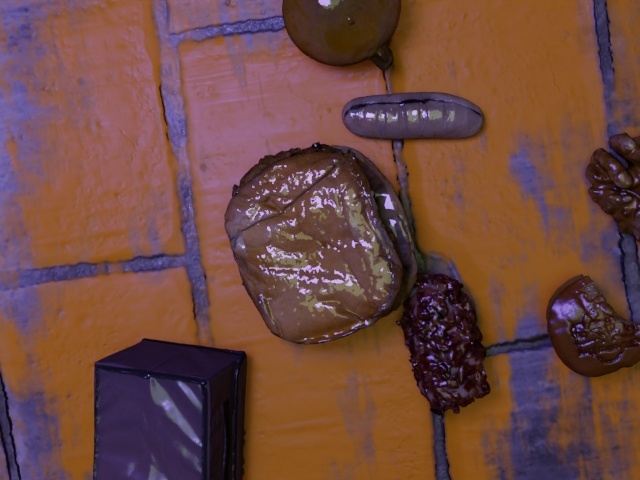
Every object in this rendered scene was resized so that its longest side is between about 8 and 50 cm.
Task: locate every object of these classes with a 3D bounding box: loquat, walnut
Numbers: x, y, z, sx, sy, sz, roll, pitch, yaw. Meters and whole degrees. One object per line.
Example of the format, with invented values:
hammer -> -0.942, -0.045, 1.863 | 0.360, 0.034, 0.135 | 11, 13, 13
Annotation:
loquat -> 0.036, -0.328, 1.215 | 0.172, 0.149, 0.204 | -43, 99, 1
walnut -> 0.478, -0.083, 1.248 | 0.143, 0.069, 0.170 | -41, 88, 5

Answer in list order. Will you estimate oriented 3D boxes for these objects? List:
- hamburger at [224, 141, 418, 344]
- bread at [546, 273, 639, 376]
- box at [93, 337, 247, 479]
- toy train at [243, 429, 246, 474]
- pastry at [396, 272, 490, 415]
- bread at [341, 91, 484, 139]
hamburger -> 0.001, 0.001, 1.235 | 0.259, 0.144, 0.283 | -15, 97, 14
bread -> 0.400, 0.135, 1.252 | 0.156, 0.086, 0.125 | 37, 95, 1
box -> -0.219, 0.289, 1.242 | 0.188, 0.153, 0.252 | 5, 95, 14
toy train -> -0.140, 0.329, 1.316 | 0.045, 0.029, 0.092 | 6, 94, 10
pastry -> 0.181, 0.149, 1.262 | 0.115, 0.097, 0.209 | -11, 91, -7
bread -> 0.138, -0.187, 1.265 | 0.214, 0.053, 0.073 | 1, 89, 3
